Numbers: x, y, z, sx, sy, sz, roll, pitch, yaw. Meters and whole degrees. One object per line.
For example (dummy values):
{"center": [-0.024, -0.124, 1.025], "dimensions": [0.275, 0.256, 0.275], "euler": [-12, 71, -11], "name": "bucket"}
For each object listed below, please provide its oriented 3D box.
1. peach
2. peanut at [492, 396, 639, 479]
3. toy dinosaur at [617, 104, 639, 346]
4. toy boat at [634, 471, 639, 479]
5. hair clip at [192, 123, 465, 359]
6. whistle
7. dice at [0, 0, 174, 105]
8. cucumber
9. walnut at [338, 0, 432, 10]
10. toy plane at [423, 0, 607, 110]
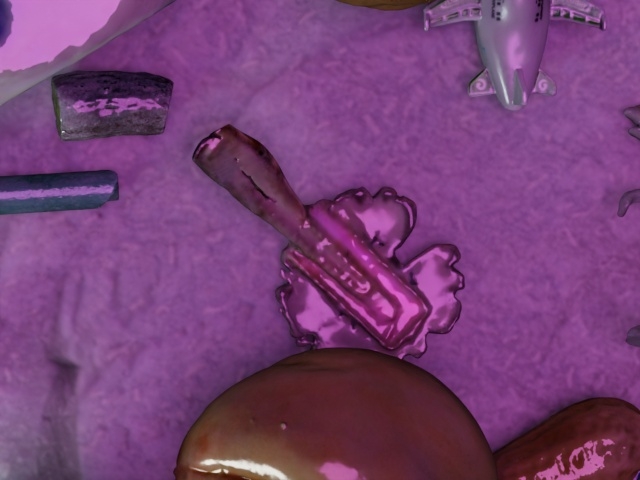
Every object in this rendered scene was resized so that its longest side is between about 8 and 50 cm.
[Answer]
{"center": [0.009, 0.235, 1.683], "dimensions": [0.292, 0.247, 0.292], "euler": [0, 96, -3], "name": "peach"}
{"center": [0.213, 0.230, 1.790], "dimensions": [0.226, 0.095, 0.108], "euler": [-30, 94, -3], "name": "peanut"}
{"center": [0.399, 0.053, 1.789], "dimensions": [0.393, 0.092, 0.205], "euler": [41, 59, -5], "name": "toy dinosaur"}
{"center": [0.342, 0.221, 1.831], "dimensions": [0.080, 0.046, 0.229], "euler": [42, 89, -10], "name": "toy boat"}
{"center": [-0.003, -0.003, 1.757], "dimensions": [0.173, 0.069, 0.300], "euler": [-45, 109, 2], "name": "hair clip"}
{"center": [-0.278, -0.041, 1.738], "dimensions": [0.186, 0.039, 0.039], "euler": [-3, 95, -7], "name": "whistle"}
{"center": [-0.283, -0.253, 1.623], "dimensions": [0.259, 0.243, 0.251], "euler": [-32, 97, -7], "name": "dice"}
{"center": [-0.188, -0.124, 1.735], "dimensions": [0.112, 0.064, 0.064], "euler": [-3, 95, -9], "name": "cucumber"}
{"center": [0.061, -0.313, 1.678], "dimensions": [0.228, 0.228, 0.228], "euler": [-1, 94, -7], "name": "walnut"}
{"center": [0.179, -0.207, 1.763], "dimensions": [0.174, 0.080, 0.174], "euler": [0, 92, -7], "name": "toy plane"}
